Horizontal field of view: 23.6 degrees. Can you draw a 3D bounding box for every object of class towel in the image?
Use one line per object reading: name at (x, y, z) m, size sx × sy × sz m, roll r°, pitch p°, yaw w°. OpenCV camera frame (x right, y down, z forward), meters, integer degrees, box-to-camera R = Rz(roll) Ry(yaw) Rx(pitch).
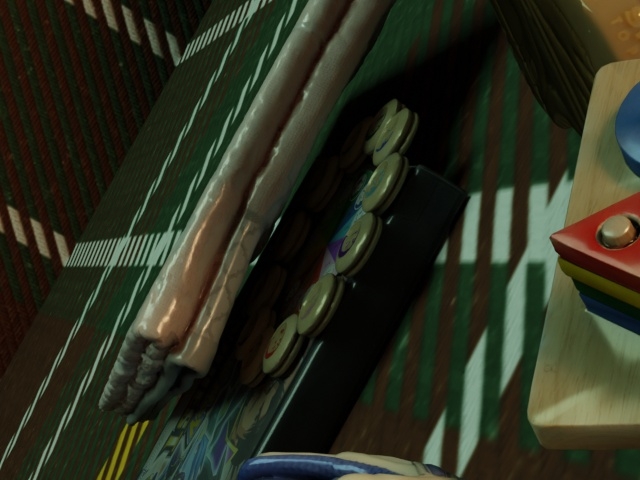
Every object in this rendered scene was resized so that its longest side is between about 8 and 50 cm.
towel at (-0.044, -0.034, 1.009) m, size 0.317 × 0.053 × 0.332 m, roll -63°, pitch 5°, yaw -16°

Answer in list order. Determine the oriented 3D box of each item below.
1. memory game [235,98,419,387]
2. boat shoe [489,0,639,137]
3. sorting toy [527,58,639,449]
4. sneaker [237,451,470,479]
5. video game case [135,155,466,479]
memory game at (0.000, 0.000, 0.872) m, size 0.186 × 0.012 × 0.186 m, roll -54°, pitch 15°, yaw 22°
boat shoe at (0.133, -0.121, 0.635) m, size 0.123 × 0.123 × 0.342 m, roll -27°, pitch 16°, yaw 5°
sorting toy at (0.119, -0.008, 0.387) m, size 0.132 × 0.046 × 0.274 m, roll -5°, pitch 49°, yaw 28°
sneaker at (0.006, 0.114, 0.516) m, size 0.112 × 0.131 × 0.296 m, roll -67°, pitch 14°, yaw -20°
video game case at (-0.028, 0.076, 0.922) m, size 0.275 × 0.035 × 0.248 m, roll -60°, pitch 14°, yaw -3°
